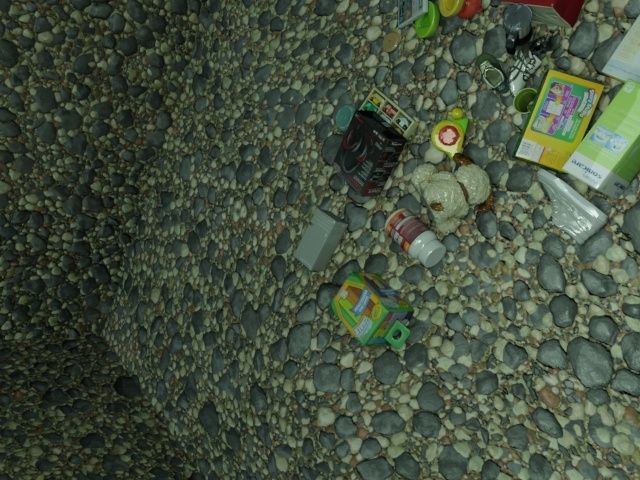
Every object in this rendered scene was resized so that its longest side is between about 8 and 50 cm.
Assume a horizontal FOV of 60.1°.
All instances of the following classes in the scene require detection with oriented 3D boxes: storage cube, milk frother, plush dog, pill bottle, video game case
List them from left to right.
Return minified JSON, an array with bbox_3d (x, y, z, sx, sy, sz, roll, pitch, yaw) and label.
[{"bbox_3d":[0.354,-0.942,2.113,0.183,0.023,0.201,-177,87,-67],"label":"video game case"},{"bbox_3d":[0.342,-0.009,2.000,0.221,0.121,0.121,48,116,35],"label":"pill bottle"},{"bbox_3d":[0.459,-0.169,1.854,0.226,0.210,0.262,-29,95,4],"label":"plush dog"},{"bbox_3d":[0.649,-0.653,1.726,0.143,0.135,0.129,0,88,22],"label":"milk frother"},{"bbox_3d":[0.710,-0.799,1.726,0.215,0.184,0.193,28,105,40],"label":"storage cube"}]

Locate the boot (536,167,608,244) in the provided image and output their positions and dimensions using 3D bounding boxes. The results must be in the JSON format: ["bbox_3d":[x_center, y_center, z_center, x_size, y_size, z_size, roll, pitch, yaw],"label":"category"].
[{"bbox_3d":[0.728,-0.103,1.679,0.123,0.095,0.258,-51,56,17],"label":"boot"}]

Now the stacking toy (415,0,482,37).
[{"bbox_3d":[0.466,-0.908,2.046,0.279,0.131,0.308,139,127,-62],"label":"stacking toy"}]

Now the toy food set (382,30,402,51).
[{"bbox_3d":[0.283,-0.797,2.219,0.082,0.020,0.083,42,112,37],"label":"toy food set"}]

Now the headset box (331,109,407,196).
[{"bbox_3d":[0.179,-0.326,2.159,0.218,0.110,0.293,51,132,33],"label":"headset box"}]

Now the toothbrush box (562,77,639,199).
[{"bbox_3d":[0.836,-0.271,1.529,0.122,0.206,0.283,44,114,36],"label":"toothbrush box"}]

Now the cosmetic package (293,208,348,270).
[{"bbox_3d":[0.000,0.000,2.321,0.127,0.107,0.237,37,106,36],"label":"cosmetic package"}]

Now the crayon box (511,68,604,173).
[{"bbox_3d":[0.718,-0.359,1.682,0.166,0.081,0.278,21,100,8],"label":"crayon box"}]

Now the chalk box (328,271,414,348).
[{"bbox_3d":[0.206,0.274,2.048,0.289,0.179,0.180,46,115,36],"label":"chalk box"}]

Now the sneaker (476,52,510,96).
[{"bbox_3d":[0.581,-0.576,1.878,0.064,0.086,0.192,-41,59,31],"label":"sneaker"}]

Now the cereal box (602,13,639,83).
[{"bbox_3d":[0.950,-0.551,1.568,0.173,0.047,0.240,44,114,36],"label":"cereal box"}]

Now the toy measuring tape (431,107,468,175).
[{"bbox_3d":[0.435,-0.307,1.959,0.121,0.121,0.329,21,104,42],"label":"toy measuring tape"}]

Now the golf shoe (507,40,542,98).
[{"bbox_3d":[0.669,-0.557,1.804,0.094,0.077,0.198,7,90,42],"label":"golf shoe"}]

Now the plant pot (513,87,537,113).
[{"bbox_3d":[0.676,-0.439,1.780,0.083,0.079,0.083,-7,79,41],"label":"plant pot"}]

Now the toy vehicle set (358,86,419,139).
[{"bbox_3d":[0.252,-0.470,2.196,0.166,0.035,0.266,-55,53,23],"label":"toy vehicle set"}]

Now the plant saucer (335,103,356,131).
[{"bbox_3d":[0.104,-0.523,2.346,0.119,0.021,0.119,-7,79,41],"label":"plant saucer"}]
